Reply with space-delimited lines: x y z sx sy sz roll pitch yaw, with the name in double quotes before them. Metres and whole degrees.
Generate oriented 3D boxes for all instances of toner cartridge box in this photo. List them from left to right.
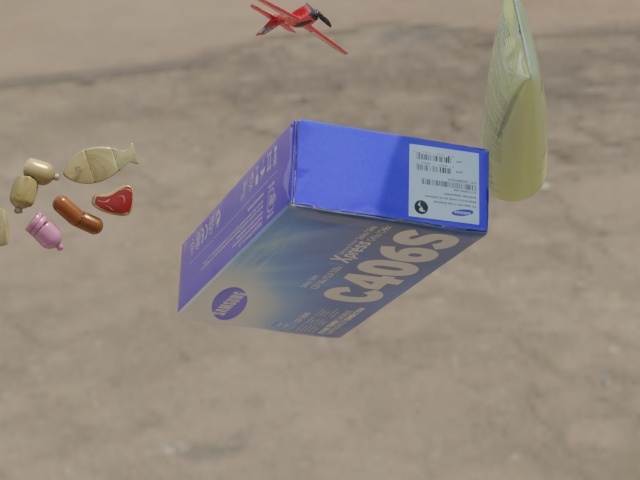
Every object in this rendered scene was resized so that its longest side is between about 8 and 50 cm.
"toner cartridge box" 0.000 0.000 1.514 0.165 0.075 0.348 9 -19 -16

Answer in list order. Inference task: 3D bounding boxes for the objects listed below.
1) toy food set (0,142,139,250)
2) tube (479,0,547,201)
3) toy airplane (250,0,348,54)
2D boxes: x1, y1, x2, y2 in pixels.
"toy food set" -0.203 -0.032 1.422 0.122 0.078 0.019 -9 3 -14
"tube" 0.164 -0.113 1.479 0.070 0.240 0.062 36 71 21
"toy airplane" -0.035 -0.266 2.152 0.151 0.028 0.151 21 -13 5
